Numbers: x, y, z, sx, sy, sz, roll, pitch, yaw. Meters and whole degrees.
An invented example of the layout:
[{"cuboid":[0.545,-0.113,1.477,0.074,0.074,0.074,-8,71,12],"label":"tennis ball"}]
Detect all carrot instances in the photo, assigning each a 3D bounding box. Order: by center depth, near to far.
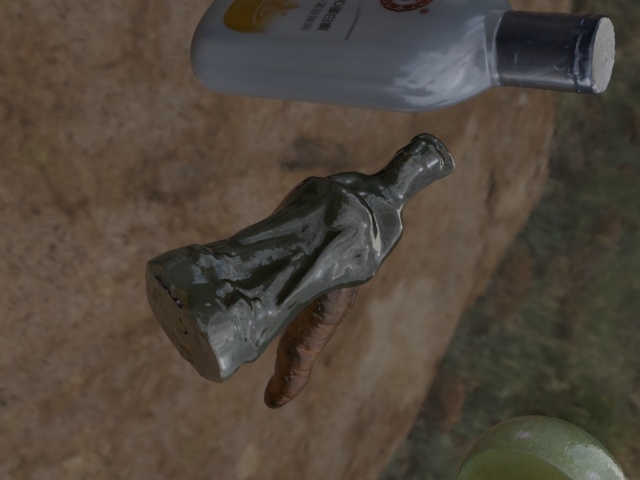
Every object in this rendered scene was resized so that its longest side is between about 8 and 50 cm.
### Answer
[{"cuboid":[-0.011,0.069,1.022,0.036,0.036,0.165,-29,156,-43],"label":"carrot"}]

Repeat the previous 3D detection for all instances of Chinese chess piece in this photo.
[{"cuboid":[0.172,0.205,1.141,0.058,0.144,0.144,-32,132,-47],"label":"Chinese chess piece"}]

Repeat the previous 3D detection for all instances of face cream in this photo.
[{"cuboid":[0.057,-0.139,1.031,0.144,0.291,0.071,-51,141,-42],"label":"face cream"}]

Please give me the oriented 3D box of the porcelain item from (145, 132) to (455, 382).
[{"cuboid":[0.000,0.000,0.919,0.216,0.081,0.069,-33,152,-20],"label":"porcelain item"}]
